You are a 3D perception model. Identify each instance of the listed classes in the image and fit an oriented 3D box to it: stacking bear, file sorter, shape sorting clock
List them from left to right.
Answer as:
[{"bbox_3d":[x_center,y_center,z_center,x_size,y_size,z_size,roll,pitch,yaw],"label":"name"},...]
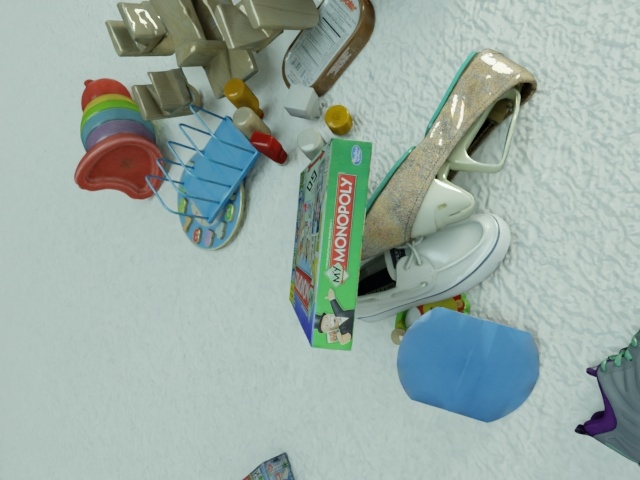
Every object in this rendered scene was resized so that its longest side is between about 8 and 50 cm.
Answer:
[{"bbox_3d":[-0.468,-0.257,1.067,0.164,0.175,0.289,-49,53,28],"label":"stacking bear"},{"bbox_3d":[-0.216,-0.137,0.845,0.170,0.104,0.118,-50,61,19],"label":"file sorter"},{"bbox_3d":[-0.225,-0.082,0.935,0.206,0.040,0.206,-3,86,38],"label":"shape sorting clock"}]

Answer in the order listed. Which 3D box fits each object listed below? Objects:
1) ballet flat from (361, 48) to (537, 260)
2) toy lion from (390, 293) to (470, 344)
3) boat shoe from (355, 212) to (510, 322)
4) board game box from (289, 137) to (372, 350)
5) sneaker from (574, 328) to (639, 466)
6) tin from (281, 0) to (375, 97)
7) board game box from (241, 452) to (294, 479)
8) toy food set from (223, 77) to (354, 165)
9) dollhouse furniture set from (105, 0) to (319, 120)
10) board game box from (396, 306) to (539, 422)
[{"bbox_3d":[0.154,-0.089,0.562,0.106,0.107,0.316,33,88,21],"label":"ballet flat"},{"bbox_3d":[0.151,0.103,0.642,0.100,0.034,0.096,5,84,38],"label":"toy lion"},{"bbox_3d":[0.119,0.038,0.620,0.258,0.084,0.095,-36,44,30],"label":"boat shoe"},{"bbox_3d":[0.000,0.000,0.623,0.317,0.046,0.213,-172,88,-82],"label":"board game box"},{"bbox_3d":[0.327,0.118,0.473,0.098,0.083,0.223,18,99,42],"label":"sneaker"},{"bbox_3d":[0.008,-0.320,0.771,0.189,0.040,0.106,-46,66,26],"label":"tin"},{"bbox_3d":[-0.085,0.497,0.785,0.194,0.060,0.194,-49,60,25],"label":"board game box"},{"bbox_3d":[-0.053,-0.189,0.794,0.232,0.104,0.111,16,84,19],"label":"toy food set"},{"bbox_3d":[-0.198,-0.471,0.850,0.362,0.256,0.394,-17,96,43],"label":"dollhouse furniture set"},{"bbox_3d":[0.181,0.151,0.590,0.169,0.033,0.133,16,107,5],"label":"board game box"}]
